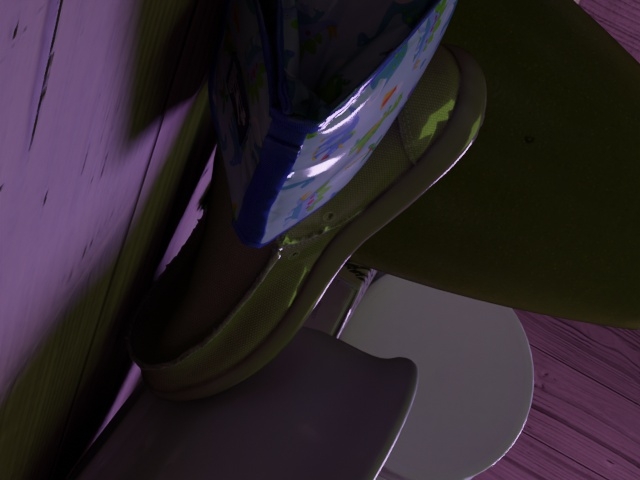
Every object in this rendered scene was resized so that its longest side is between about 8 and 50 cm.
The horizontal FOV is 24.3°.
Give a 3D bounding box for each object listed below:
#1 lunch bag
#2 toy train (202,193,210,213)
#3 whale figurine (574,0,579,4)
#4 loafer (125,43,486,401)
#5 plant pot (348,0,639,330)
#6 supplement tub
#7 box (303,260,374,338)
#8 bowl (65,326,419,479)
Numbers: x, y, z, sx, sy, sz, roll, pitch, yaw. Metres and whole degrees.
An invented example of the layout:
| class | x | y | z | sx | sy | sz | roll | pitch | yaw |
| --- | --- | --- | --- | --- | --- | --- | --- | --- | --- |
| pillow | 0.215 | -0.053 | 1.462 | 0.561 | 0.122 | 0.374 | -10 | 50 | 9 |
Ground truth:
| class | x | y | z | sx | sy | sz | roll | pitch | yaw |
| --- | --- | --- | --- | --- | --- | --- | --- | --- | --- |
| lunch bag | 0.001 | -0.083 | 0.661 | 0.129 | 0.096 | 0.151 | 113 | -3 | -65 |
| toy train | -0.060 | -0.023 | 0.936 | 0.083 | 0.017 | 0.023 | 25 | 83 | -87 |
| whale figurine | 0.169 | -0.295 | 1.401 | 0.216 | 0.141 | 0.272 | -47 | 144 | -46 |
| loafer | -0.028 | -0.021 | 0.817 | 0.268 | 0.092 | 0.102 | -47 | -147 | 19 |
| plant pot | 0.132 | -0.067 | 1.065 | 0.275 | 0.293 | 0.275 | -61 | 177 | -6 |
| supplement tub | 0.047 | 0.143 | 1.474 | 0.235 | 0.235 | 0.325 | -60 | -167 | -19 |
| box | 0.000 | 0.000 | 1.241 | 0.094 | 0.113 | 0.275 | -64 | 177 | 25 |
| bowl | -0.079 | 0.156 | 0.936 | 0.298 | 0.134 | 0.298 | -51 | -176 | 5 |
